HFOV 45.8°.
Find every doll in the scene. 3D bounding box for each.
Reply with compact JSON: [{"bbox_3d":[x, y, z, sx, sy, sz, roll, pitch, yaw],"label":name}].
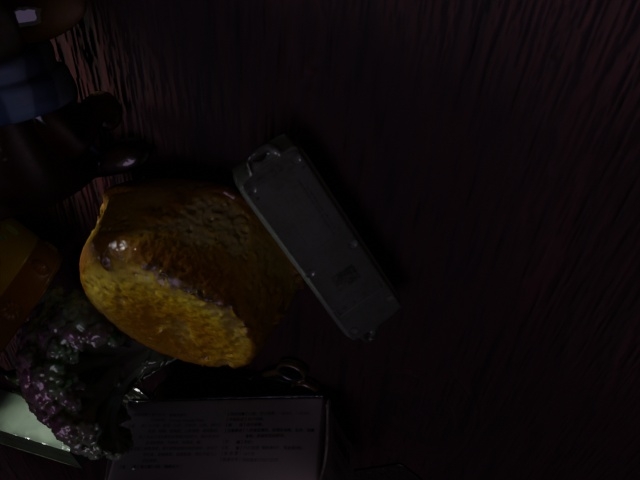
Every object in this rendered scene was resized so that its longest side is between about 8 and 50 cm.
[{"bbox_3d":[-0.338,-0.167,0.736,0.318,0.209,0.339,-7,143,-11],"label":"doll"}]

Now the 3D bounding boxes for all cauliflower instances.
[{"bbox_3d":[-0.283,0.154,1.049,0.256,0.315,0.238,-142,42,-60],"label":"cauliflower"}]

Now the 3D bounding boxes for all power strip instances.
[{"bbox_3d":[-0.001,0.000,0.807,0.078,0.052,0.272,-35,121,0],"label":"power strip"}]

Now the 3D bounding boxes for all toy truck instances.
[{"bbox_3d":[-0.210,0.263,1.231,0.123,0.062,0.052,29,141,-4],"label":"toy truck"}]

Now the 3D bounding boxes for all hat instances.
[{"bbox_3d":[-0.322,0.314,1.360,0.121,0.050,0.121,17,142,14],"label":"hat"}]

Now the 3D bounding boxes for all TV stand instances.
[{"bbox_3d":[-0.587,0.376,1.541,0.270,0.088,0.082,11,140,17],"label":"TV stand"}]

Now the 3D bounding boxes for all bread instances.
[{"bbox_3d":[-0.155,0.041,0.889,0.269,0.145,0.268,17,144,13],"label":"bread"}]

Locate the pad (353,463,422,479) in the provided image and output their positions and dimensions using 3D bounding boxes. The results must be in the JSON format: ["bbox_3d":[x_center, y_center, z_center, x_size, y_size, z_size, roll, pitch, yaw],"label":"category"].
[{"bbox_3d":[0.096,0.472,1.350,0.220,0.004,0.330,43,138,-21],"label":"pad"}]

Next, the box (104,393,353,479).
[{"bbox_3d":[-0.127,0.335,1.141,0.333,0.145,0.173,-4,142,11],"label":"box"}]

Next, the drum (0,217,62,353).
[{"bbox_3d":[-0.545,0.112,0.968,0.214,0.431,0.431,41,139,-19],"label":"drum"}]

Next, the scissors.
[{"bbox_3d":[-0.102,0.209,1.151,0.220,0.017,0.088,-5,135,33],"label":"scissors"}]
